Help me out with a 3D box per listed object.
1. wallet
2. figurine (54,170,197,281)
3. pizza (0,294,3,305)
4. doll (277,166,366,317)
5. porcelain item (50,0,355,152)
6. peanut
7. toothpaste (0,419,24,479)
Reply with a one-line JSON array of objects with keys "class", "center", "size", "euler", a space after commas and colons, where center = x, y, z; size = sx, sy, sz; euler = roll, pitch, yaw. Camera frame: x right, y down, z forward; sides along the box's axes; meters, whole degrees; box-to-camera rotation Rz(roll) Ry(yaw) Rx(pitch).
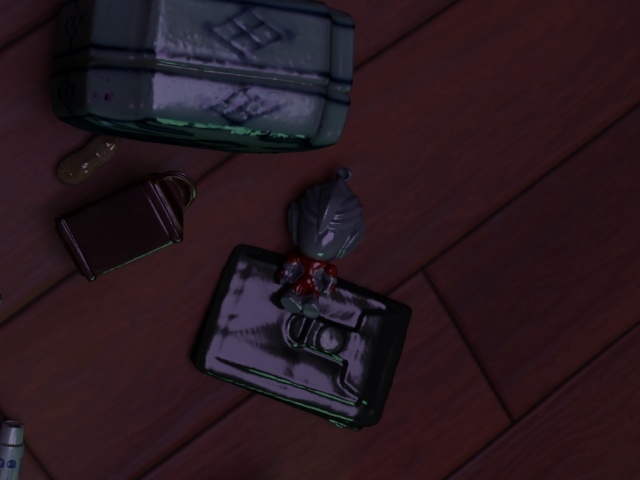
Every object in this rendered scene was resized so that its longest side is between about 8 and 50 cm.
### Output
[{"class": "wallet", "center": [-0.019, 0.117, 1.794], "size": [0.245, 0.052, 0.168], "euler": [22, 87, -20]}, {"class": "figurine", "center": [-0.205, -0.028, 1.669], "size": [0.154, 0.098, 0.082], "euler": [-24, 104, 6]}, {"class": "pizza", "center": [-0.401, 0.076, 1.649], "size": [0.099, 0.036, 0.160], "euler": [30, 88, -22]}, {"class": "doll", "center": [0.000, 0.000, 1.760], "size": [0.094, 0.079, 0.180], "euler": [17, 83, 8]}, {"class": "porcelain item", "center": [-0.126, -0.175, 1.579], "size": [0.281, 0.286, 0.157], "euler": [5, 92, -23]}, {"class": "peanut", "center": [-0.255, -0.092, 1.677], "size": [0.083, 0.037, 0.037], "euler": [-44, 110, -7]}, {"class": "toothpaste", "center": [-0.364, 0.309, 1.706], "size": [0.052, 0.033, 0.218], "euler": [8, 99, -17]}]
